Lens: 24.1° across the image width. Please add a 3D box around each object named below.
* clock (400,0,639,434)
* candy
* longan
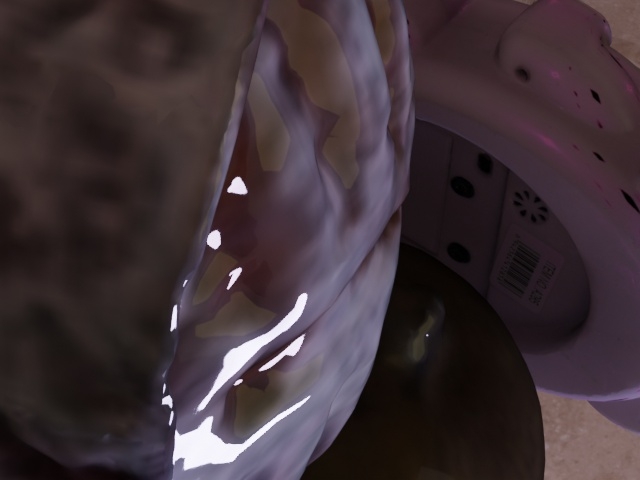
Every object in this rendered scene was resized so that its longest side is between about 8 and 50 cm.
[{"bbox_3d":[0.122,-0.029,0.960,0.113,0.322,0.295,-45,154,-31],"label":"clock"},{"bbox_3d":[-0.052,-0.009,0.477,0.289,0.157,0.214,98,9,-51],"label":"candy"},{"bbox_3d":[0.015,0.134,0.893,0.300,0.243,0.300,-169,-90,-80],"label":"longan"}]
